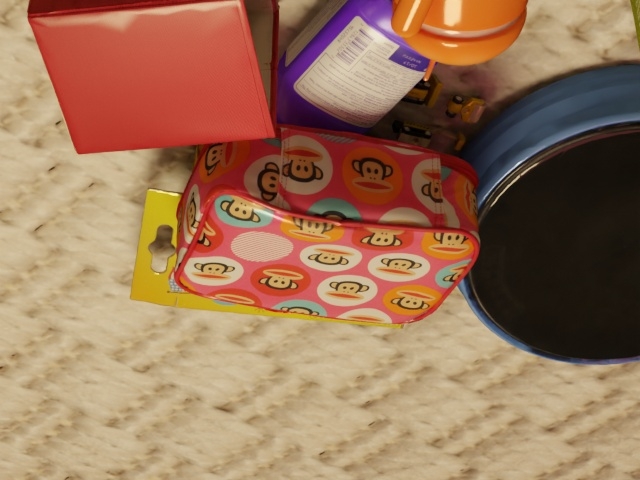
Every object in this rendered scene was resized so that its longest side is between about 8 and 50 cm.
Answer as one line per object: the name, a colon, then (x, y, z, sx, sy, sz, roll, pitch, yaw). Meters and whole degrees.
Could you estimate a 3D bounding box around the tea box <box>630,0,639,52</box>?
tea box: (0.444, -0.250, 1.479, 0.329, 0.323, 0.220, 3, 139, -3)

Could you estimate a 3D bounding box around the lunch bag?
lunch bag: (0.000, 0.000, 1.797, 0.293, 0.120, 0.258, 10, 147, -14)

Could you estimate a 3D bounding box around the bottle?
bottle: (0.018, -0.160, 1.757, 0.118, 0.092, 0.283, 25, 134, -23)

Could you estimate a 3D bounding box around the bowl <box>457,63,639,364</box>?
bowl: (0.325, -0.013, 1.914, 0.391, 0.077, 0.391, -2, 133, -2)

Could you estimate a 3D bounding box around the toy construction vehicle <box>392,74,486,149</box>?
toy construction vehicle: (0.116, -0.135, 1.842, 0.098, 0.035, 0.086, 9, 128, -16)

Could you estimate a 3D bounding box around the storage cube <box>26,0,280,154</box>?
storage cube: (-0.147, -0.213, 1.619, 0.193, 0.184, 0.215, -5, 141, 7)

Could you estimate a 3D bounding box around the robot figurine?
robot figurine: (0.125, -0.248, 1.566, 0.128, 0.158, 0.219, 0, 130, 0)

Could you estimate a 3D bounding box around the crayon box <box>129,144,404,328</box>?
crayon box: (-0.043, -0.005, 1.952, 0.318, 0.081, 0.202, 6, 140, -10)
